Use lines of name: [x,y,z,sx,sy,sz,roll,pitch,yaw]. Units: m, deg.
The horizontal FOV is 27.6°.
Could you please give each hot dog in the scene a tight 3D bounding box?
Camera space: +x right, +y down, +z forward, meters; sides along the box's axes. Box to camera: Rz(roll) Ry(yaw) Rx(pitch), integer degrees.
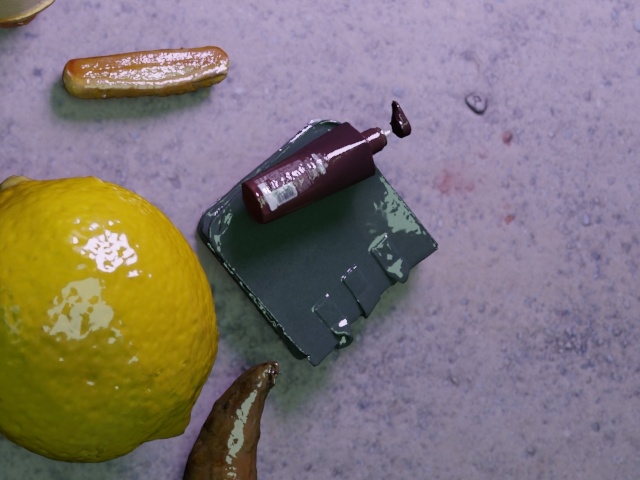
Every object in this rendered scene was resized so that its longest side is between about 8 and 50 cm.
hot dog: [-0.220,-0.208,1.660,0.216,0.047,0.066,-11,58,-20]

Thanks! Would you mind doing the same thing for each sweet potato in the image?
sweet potato: [-0.123,0.362,1.672,0.131,0.130,0.422,8,83,-20]

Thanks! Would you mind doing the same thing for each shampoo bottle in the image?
shampoo bottle: [0.011,-0.100,1.654,0.236,0.067,0.068,-28,123,-18]

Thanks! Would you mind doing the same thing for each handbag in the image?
handbag: [-0.001,-0.001,1.730,0.247,0.079,0.260,-42,105,-14]

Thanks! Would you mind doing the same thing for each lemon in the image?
lemon: [-0.281,0.093,1.514,0.336,0.336,0.336,0,91,-20]

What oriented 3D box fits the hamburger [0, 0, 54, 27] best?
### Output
hamburger: [-0.400,-0.362,1.541,0.237,0.147,0.236,2,80,-13]
